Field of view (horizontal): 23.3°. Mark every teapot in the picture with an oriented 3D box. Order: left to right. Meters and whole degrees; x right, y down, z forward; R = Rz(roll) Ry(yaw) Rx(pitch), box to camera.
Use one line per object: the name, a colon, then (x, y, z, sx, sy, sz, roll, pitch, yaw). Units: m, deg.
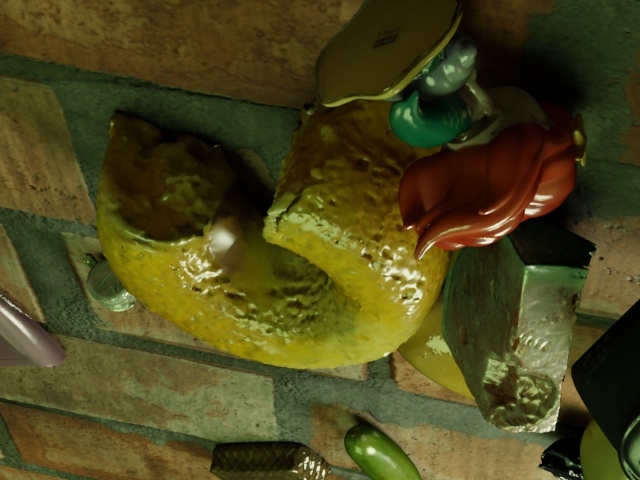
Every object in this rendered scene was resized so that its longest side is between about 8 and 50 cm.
teapot: (-0.277, 0.055, 2.039, 0.083, 0.064, 0.064, 41, 167, 20)

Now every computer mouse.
computer mouse: (0.400, 0.313, 2.139, 0.241, 0.078, 0.146, 29, 169, -37)

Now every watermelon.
watermelon: (0.238, 0.091, 1.692, 0.148, 0.226, 0.318, 0, 162, -10)

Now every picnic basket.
picnic basket: (-0.083, 0.372, 2.509, 0.193, 0.055, 0.110, -9, 144, 34)

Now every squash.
squash: (0.103, 0.344, 2.353, 0.066, 0.066, 0.252, -3, 146, 29)

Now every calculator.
calculator: (-0.516, 0.114, 2.268, 0.194, 0.043, 0.294, -4, 145, 33)

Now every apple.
apple: (0.417, 0.266, 1.942, 0.200, 0.200, 0.200, 12, 151, 6)

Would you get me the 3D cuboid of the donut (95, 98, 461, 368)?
donut: (-0.033, 0.010, 1.703, 0.435, 0.164, 0.377, -8, 141, 36)

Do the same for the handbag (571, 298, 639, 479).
handbag: (0.410, 0.157, 1.568, 0.177, 0.275, 0.302, 9, 136, -34)

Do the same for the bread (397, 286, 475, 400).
bread: (0.188, 0.141, 1.921, 0.217, 0.098, 0.147, 29, 152, -22)

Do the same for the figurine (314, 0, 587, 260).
figurine: (0.128, -0.095, 1.419, 0.181, 0.208, 0.257, -39, 121, 17)
